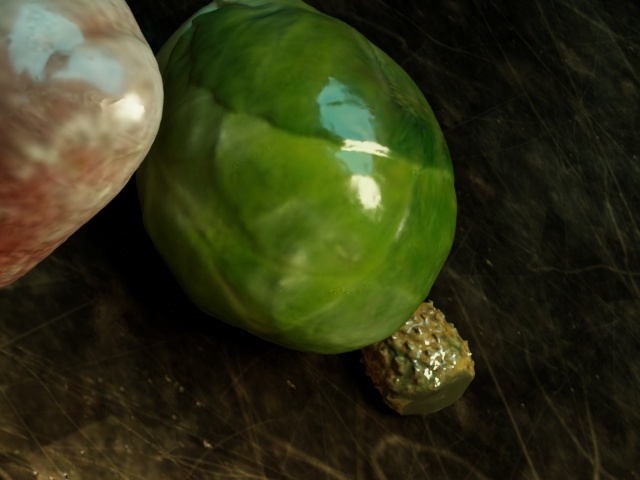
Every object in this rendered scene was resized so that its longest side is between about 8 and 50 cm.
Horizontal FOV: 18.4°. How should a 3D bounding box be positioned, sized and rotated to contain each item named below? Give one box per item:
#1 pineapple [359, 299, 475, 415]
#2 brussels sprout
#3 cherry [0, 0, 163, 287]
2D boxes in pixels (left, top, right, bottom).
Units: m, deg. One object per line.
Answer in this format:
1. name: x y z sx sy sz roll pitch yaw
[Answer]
1. pineapple: 0.071 0.080 1.973 0.108 0.108 0.198 -2 51 -51
2. brussels sprout: -0.029 -0.075 1.834 0.289 0.281 0.355 15 39 -43
3. cherry: -0.281 -0.118 1.510 0.291 0.335 0.326 28 40 -37
